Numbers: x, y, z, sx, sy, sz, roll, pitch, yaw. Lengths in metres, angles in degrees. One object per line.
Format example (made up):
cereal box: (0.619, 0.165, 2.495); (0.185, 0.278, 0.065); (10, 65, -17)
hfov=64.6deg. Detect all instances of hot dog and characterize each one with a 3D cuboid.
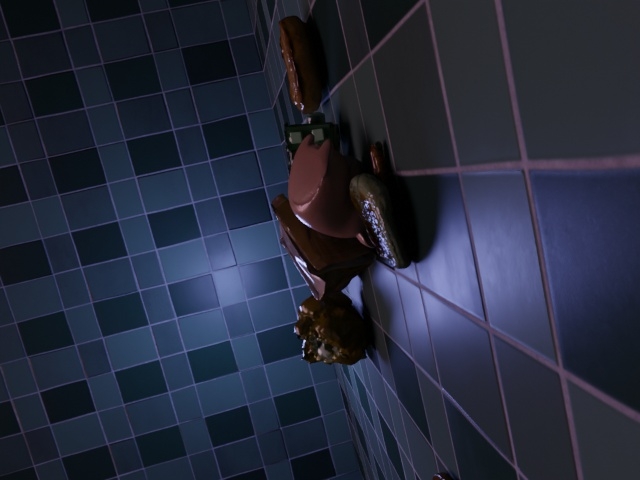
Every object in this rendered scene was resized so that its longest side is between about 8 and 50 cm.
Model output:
hot dog: (0.133, -0.157, 1.104); (0.049, 0.037, 0.122); (-85, -17, -66)

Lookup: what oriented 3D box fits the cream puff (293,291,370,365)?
cream puff: (0.056, 0.316, 1.903); (0.323, 0.270, 0.274); (80, -165, -51)

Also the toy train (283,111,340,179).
toy train: (-0.015, -0.230, 1.465); (0.188, 0.159, 0.271); (-60, -32, -70)

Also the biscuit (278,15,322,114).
biscuit: (-0.058, -0.544, 1.578); (0.296, 0.102, 0.296); (166, 90, -87)

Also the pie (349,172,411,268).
pie: (0.132, -0.041, 1.114); (0.240, 0.054, 0.240); (63, 176, 8)

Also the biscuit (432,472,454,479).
biscuit: (0.341, 0.711, 1.189); (0.318, 0.040, 0.317); (167, 90, -83)

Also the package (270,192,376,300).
package: (-0.017, -0.014, 1.498); (0.311, 0.221, 0.165); (56, -176, 40)

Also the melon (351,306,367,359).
melon: (0.076, 0.372, 2.095); (0.129, 0.169, 0.265); (82, 170, -45)

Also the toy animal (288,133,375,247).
toy animal: (0.034, -0.121, 1.299); (0.195, 0.256, 0.212); (22, 89, 50)
